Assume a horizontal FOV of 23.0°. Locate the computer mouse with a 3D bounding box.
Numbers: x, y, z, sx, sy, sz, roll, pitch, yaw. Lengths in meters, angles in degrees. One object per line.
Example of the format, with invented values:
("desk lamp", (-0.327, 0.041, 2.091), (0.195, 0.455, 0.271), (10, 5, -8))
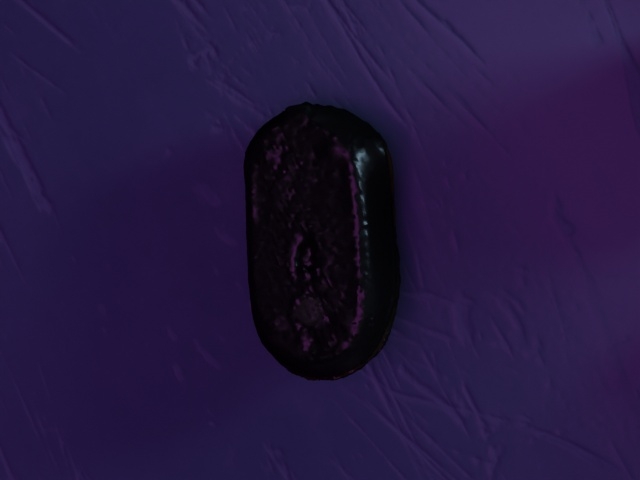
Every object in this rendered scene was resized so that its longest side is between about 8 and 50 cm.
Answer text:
("computer mouse", (0.002, 0.000, 1.831), (0.183, 0.116, 0.323), (-1, 93, 19))
